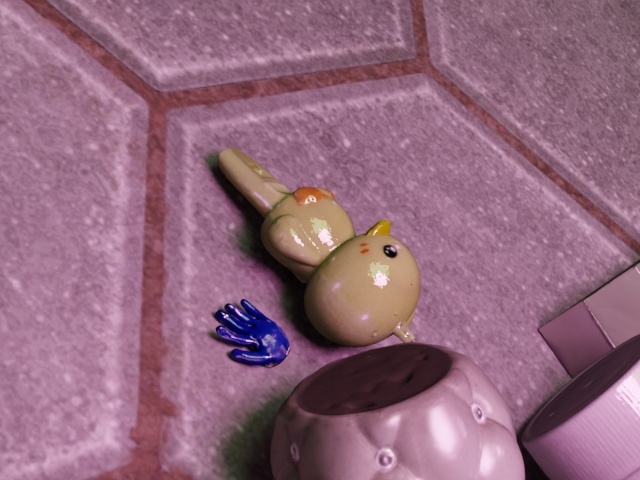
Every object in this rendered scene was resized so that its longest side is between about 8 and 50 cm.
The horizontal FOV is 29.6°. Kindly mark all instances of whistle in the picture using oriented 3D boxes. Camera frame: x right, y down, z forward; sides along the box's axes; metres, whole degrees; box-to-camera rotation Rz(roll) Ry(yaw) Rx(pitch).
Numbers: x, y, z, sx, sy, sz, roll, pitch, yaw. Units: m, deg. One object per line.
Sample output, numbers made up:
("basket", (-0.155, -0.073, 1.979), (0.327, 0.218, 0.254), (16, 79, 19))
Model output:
("whistle", (0.009, -0.005, 1.322), (0.141, 0.141, 0.294), (-23, 76, -44))

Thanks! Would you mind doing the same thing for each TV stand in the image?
("TV stand", (0.405, 0.083, 1.592), (0.269, 0.088, 0.083), (-27, 79, -44))

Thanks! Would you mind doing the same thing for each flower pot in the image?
("flower pot", (0.074, 0.217, 1.146), (0.246, 0.246, 0.195), (-28, 108, -45))

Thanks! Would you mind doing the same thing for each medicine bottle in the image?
("medicine bottle", (0.394, 0.276, 1.339), (0.306, 0.245, 0.245), (50, 45, 4))

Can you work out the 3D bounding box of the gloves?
("gloves", (-0.073, 0.099, 1.265), (0.086, 0.026, 0.064), (43, 47, -5))
